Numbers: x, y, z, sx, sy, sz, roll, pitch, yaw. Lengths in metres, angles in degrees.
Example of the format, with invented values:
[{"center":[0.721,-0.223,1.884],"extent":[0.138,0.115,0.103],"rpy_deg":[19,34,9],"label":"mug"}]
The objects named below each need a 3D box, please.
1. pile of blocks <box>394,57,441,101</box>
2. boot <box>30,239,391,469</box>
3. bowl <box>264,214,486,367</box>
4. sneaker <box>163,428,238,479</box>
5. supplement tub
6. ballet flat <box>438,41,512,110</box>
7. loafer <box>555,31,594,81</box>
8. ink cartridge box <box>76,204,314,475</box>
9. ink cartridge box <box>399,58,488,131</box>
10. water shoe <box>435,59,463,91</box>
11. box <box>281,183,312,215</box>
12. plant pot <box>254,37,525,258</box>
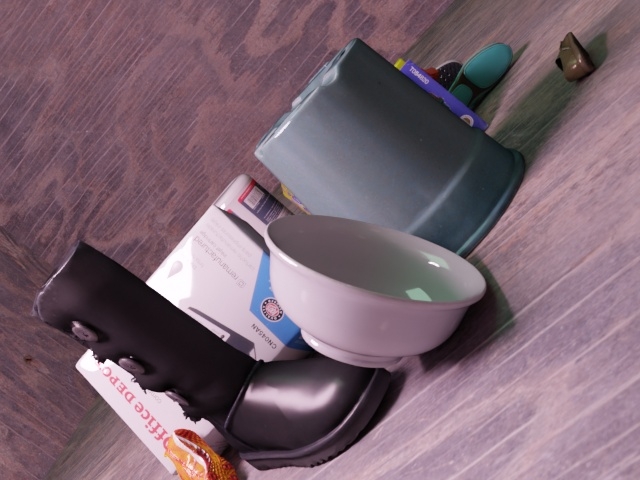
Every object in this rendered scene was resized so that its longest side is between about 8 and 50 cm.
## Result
[{"center":[0.208,-0.359,1.747],"extent":[0.112,0.149,0.362],"rpy_deg":[-55,-4,12],"label":"pile of blocks"},{"center":[-0.172,0.143,1.089],"extent":[0.367,0.445,0.146],"rpy_deg":[-38,16,46],"label":"boot"},{"center":[0.056,0.076,1.013],"extent":[0.298,0.298,0.134],"rpy_deg":[-89,13,-73],"label":"bowl"},{"center":[-0.189,0.376,1.241],"extent":[0.175,0.064,0.067],"rpy_deg":[35,110,41],"label":"sneaker"},{"center":[-0.171,-0.033,2.114],"extent":[0.191,0.272,0.191],"rpy_deg":[-47,11,12],"label":"supplement tub"},{"center":[0.331,-0.343,1.729],"extent":[0.247,0.083,0.087],"rpy_deg":[-49,3,-5],"label":"ballet flat"},{"center":[0.428,-0.314,1.316],"extent":[0.050,0.056,0.148],"rpy_deg":[-37,15,25],"label":"loafer"},{"center":[-0.200,0.182,1.403],"extent":[0.395,0.285,0.166],"rpy_deg":[-49,-19,3],"label":"ink cartridge box"},{"center":[0.181,-0.220,1.538],"extent":[0.224,0.223,0.045],"rpy_deg":[-49,-12,3],"label":"ink cartridge box"},{"center":[0.301,-0.407,2.071],"extent":[0.203,0.073,0.080],"rpy_deg":[-46,9,12],"label":"water shoe"},{"center":[0.054,-0.198,1.852],"extent":[0.279,0.177,0.290],"rpy_deg":[-51,-8,-9],"label":"box"},{"center":[0.095,-0.129,1.271],"extent":[0.341,0.334,0.341],"rpy_deg":[-46,12,13],"label":"plant pot"}]
